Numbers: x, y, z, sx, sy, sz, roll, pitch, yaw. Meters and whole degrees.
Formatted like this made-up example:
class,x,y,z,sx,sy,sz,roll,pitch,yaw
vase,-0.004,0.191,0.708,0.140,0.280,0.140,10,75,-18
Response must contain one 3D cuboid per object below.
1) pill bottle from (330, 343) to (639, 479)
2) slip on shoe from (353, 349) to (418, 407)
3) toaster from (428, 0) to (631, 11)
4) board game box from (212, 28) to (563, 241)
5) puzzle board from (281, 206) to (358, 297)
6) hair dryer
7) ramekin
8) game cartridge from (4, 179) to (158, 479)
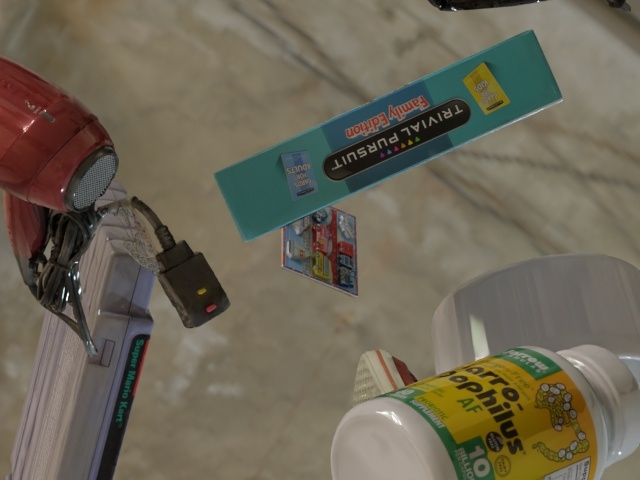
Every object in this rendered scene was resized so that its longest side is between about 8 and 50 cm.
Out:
class,x,y,z,sx,sy,sz,roll,pitch,yaw
pill bottle,0.120,0.138,1.229,0.208,0.117,0.117,-15,-123,-37
slip on shoe,0.117,0.213,1.473,0.101,0.123,0.331,-12,-137,-25
toaster,0.137,-0.262,1.399,0.185,0.168,0.110,47,-127,-40
board game box,0.074,-0.107,1.847,0.254,0.336,0.079,-40,-75,-83
puzzle board,0.000,0.000,2.026,0.096,0.011,0.128,23,-140,-22
hair dryer,-0.212,-0.031,1.265,0.080,0.224,0.293,-46,-69,-37
ramekin,0.254,0.124,2.008,0.277,0.277,0.135,11,-122,-36
game cartridge,-0.228,0.140,1.713,0.068,0.355,0.230,9,-162,-23
